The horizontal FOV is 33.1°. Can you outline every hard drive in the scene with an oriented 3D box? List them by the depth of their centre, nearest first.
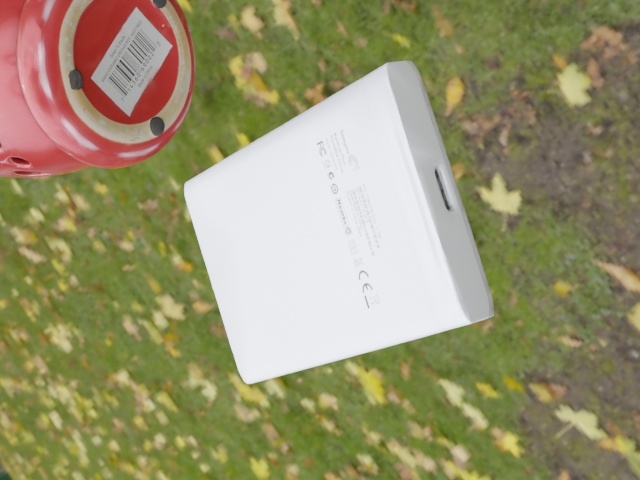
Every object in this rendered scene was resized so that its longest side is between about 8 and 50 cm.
[{"bbox_3d":[0.000,0.000,1.047,0.353,0.047,0.233,-23,83,50],"label":"hard drive"}]

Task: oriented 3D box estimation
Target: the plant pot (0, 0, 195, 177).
[{"bbox_3d":[-0.214,-0.147,0.883,0.174,0.191,0.191,2,128,42],"label":"plant pot"}]
